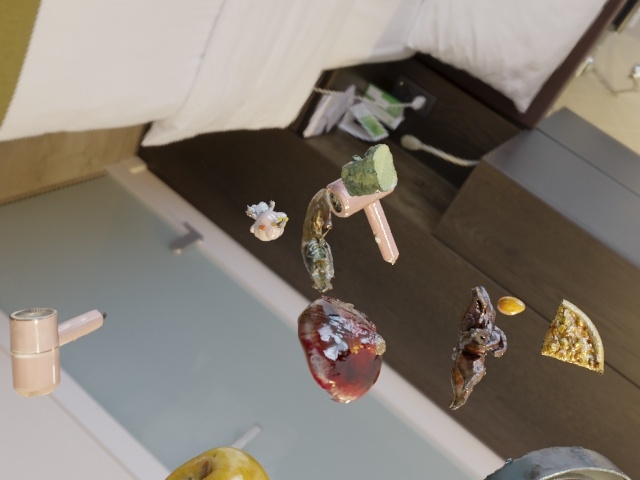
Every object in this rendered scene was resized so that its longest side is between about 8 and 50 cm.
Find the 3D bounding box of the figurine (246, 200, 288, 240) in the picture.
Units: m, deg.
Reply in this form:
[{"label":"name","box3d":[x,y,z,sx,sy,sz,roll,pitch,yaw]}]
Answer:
[{"label":"figurine","box3d":[-0.193,-0.069,2.436,0.137,0.229,0.111,-18,126,-15]}]

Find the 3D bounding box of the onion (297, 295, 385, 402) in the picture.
[{"label":"onion","box3d":[0.070,0.256,1.676,0.195,0.272,0.272,-24,179,26]}]

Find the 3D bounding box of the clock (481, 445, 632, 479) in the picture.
[{"label":"clock","box3d":[0.332,0.440,0.998,0.312,0.313,0.061,-55,-156,10]}]

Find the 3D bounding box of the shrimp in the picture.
[{"label":"shrimp","box3d":[-0.002,0.000,1.256,0.251,0.052,0.143,-108,-153,-52]}]

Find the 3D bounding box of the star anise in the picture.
[{"label":"star anise","box3d":[0.315,0.218,1.343,0.272,0.103,0.271,10,90,-81]}]

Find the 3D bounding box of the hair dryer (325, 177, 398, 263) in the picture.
[{"label":"hair dryer","box3d":[0.172,-0.068,2.284,0.210,0.352,0.125,-29,-165,-24]}]

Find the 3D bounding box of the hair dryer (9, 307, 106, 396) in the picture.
[{"label":"hair dryer","box3d":[-0.623,0.241,1.682,0.344,0.107,0.189,-26,117,-71]}]

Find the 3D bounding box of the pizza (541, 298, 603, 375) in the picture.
[{"label":"pizza","box3d":[0.552,0.219,1.510,0.131,0.178,0.041,-12,163,3]}]

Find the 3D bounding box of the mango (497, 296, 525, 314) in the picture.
[{"label":"mango","box3d":[0.561,0.191,1.999,0.089,0.060,0.046,-3,-141,48]}]

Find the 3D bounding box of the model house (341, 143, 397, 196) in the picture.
[{"label":"model house","box3d":[0.080,-0.120,1.185,0.083,0.078,0.066,-6,-159,40]}]

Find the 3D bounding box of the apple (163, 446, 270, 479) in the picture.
[{"label":"apple","box3d":[-0.229,0.626,1.526,0.299,0.275,0.299,-22,-172,3]}]
